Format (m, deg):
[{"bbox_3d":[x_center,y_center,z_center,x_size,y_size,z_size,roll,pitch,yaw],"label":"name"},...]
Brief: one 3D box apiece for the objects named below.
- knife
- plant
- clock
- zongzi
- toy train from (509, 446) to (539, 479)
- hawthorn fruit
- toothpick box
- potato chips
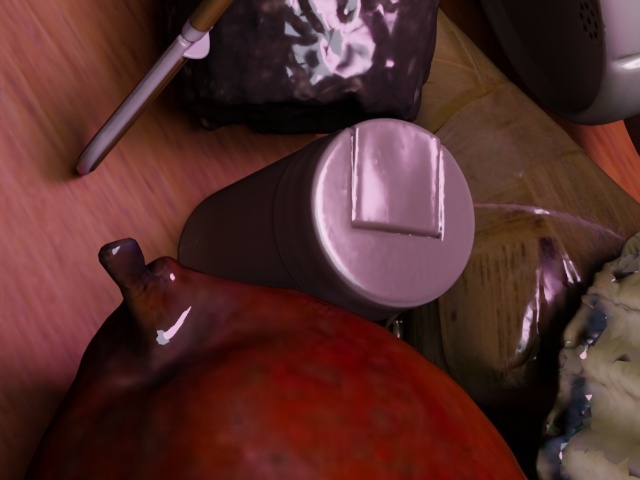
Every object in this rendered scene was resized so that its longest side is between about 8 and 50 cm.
[{"bbox_3d":[-0.074,-0.111,0.988,0.022,0.256,0.046,40,36,-6],"label":"knife"},{"bbox_3d":[-0.015,-0.228,1.086,0.181,0.194,0.321,5,84,-29],"label":"plant"},{"bbox_3d":[0.178,-0.200,1.145,0.108,0.265,0.324,-21,95,-13],"label":"clock"},{"bbox_3d":[0.168,-0.029,1.175,0.274,0.145,0.300,7,68,-37],"label":"zongzi"},{"bbox_3d":[0.142,0.187,1.151,0.172,0.070,0.099,10,68,-27],"label":"toy train"},{"bbox_3d":[-0.028,0.183,0.933,0.308,0.308,0.325,-34,74,-31],"label":"hawthorn fruit"},{"bbox_3d":[0.000,0.000,1.039,0.111,0.180,0.111,7,76,-28],"label":"toothpick box"},{"bbox_3d":[0.257,0.186,1.122,0.429,0.070,0.358,28,79,-44],"label":"potato chips"}]
